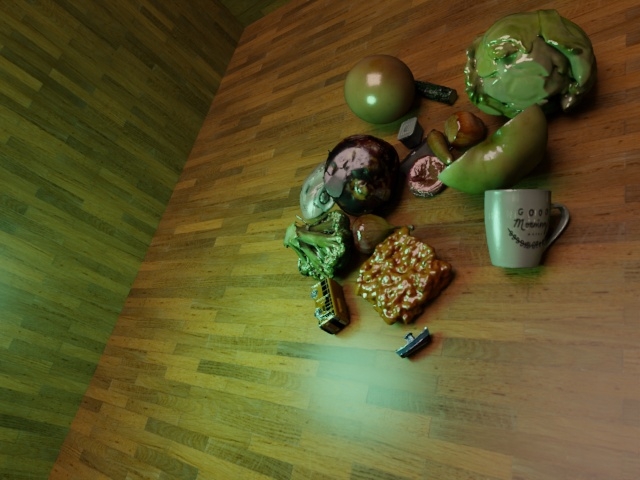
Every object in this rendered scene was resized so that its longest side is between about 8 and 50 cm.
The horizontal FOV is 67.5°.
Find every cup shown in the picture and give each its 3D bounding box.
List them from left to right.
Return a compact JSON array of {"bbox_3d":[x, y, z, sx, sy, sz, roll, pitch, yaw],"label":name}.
[{"bbox_3d":[0.634,-0.037,1.461,0.186,0.258,0.234,-152,61,-83],"label":"cup"}]

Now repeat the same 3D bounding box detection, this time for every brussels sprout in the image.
[{"bbox_3d":[0.726,-0.628,1.660,0.425,0.342,0.361,9,59,29],"label":"brussels sprout"}]

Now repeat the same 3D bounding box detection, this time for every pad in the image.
[{"bbox_3d":[0.437,-0.351,1.987,0.233,0.022,0.174,-46,40,6],"label":"pad"}]

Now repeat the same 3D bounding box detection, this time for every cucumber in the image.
[{"bbox_3d":[0.488,-0.665,2.126,0.067,0.067,0.293,-51,40,2],"label":"cucumber"}]

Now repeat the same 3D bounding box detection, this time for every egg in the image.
[{"bbox_3d":[0.262,-0.684,2.168,0.301,0.301,0.374,-49,39,5],"label":"egg"}]

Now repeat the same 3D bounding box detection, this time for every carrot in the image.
[{"bbox_3d":[0.465,-0.344,1.831,0.078,0.078,0.298,-36,25,19],"label":"carrot"}]

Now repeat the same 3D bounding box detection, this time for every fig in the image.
[{"bbox_3d":[0.235,-0.033,1.894,0.143,0.231,0.160,114,147,-66],"label":"fig"}]

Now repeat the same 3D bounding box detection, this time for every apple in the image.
[{"bbox_3d":[0.572,-0.304,1.597,0.320,0.360,0.311,10,101,17],"label":"apple"}]

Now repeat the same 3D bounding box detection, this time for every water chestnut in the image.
[{"bbox_3d":[0.175,-0.272,1.993,0.335,0.335,0.347,-39,-2,16],"label":"water chestnut"}]

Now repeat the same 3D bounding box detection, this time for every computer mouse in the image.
[{"bbox_3d":[0.003,-0.279,2.277,0.199,0.115,0.389,9,70,43],"label":"computer mouse"}]

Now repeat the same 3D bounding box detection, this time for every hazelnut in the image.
[{"bbox_3d":[0.557,-0.426,1.854,0.150,0.150,0.150,-24,48,30],"label":"hazelnut"}]

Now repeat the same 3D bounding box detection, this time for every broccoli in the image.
[{"bbox_3d":[0.000,0.000,1.958,0.321,0.283,0.304,-43,39,44],"label":"broccoli"}]

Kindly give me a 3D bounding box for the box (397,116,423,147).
[{"bbox_3d":[0.389,-0.460,2.057,0.084,0.069,0.122,-15,45,45],"label":"box"}]

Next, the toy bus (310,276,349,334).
[{"bbox_3d":[0.040,0.255,1.877,0.114,0.098,0.201,-34,42,22],"label":"toy bus"}]

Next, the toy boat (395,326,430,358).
[{"bbox_3d":[0.306,0.337,1.594,0.137,0.060,0.061,-40,63,21],"label":"toy boat"}]

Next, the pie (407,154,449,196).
[{"bbox_3d":[0.426,-0.255,1.889,0.182,0.049,0.182,-11,67,28],"label":"pie"}]

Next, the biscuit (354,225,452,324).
[{"bbox_3d":[0.283,0.130,1.725,0.318,0.110,0.312,-49,42,5],"label":"biscuit"}]
